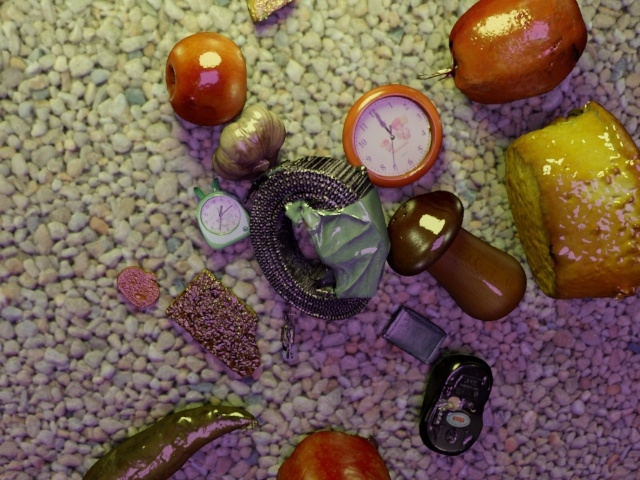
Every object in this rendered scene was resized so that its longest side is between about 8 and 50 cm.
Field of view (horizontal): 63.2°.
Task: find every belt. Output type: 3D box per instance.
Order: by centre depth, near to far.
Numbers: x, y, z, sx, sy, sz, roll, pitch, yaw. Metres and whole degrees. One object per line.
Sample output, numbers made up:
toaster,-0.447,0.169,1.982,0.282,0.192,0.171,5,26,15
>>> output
belt,0.000,0.000,1.001,0.260,0.122,0.325,-10,109,23

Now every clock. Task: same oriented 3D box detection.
clock,-0.201,-0.056,1.049,0.101,0.041,0.135,-25,102,0
clock,0.145,-0.209,1.050,0.205,0.051,0.205,-1,103,-5

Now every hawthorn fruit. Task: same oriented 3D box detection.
hawthorn fruit,0.328,-0.352,0.973,0.299,0.211,0.211,-19,103,11

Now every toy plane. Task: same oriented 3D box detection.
toy plane,-0.068,0.190,1.111,0.031,0.049,0.121,3,84,-7

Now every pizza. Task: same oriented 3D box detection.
pizza,-0.094,-0.488,0.974,0.099,0.036,0.160,3,102,-6

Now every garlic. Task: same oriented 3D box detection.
garlic,-0.131,-0.172,0.980,0.159,0.147,0.102,-45,80,19

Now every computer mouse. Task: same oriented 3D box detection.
computer mouse,0.298,0.360,1.163,0.137,0.096,0.233,19,95,-15

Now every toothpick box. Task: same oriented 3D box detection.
toothpick box,0.268,0.032,1.051,0.294,0.192,0.192,36,96,-19

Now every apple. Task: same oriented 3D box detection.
apple,-0.207,-0.289,0.941,0.139,0.163,0.164,-7,102,-17

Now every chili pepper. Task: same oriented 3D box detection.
chili pepper,0.049,0.577,1.078,0.251,0.305,0.229,30,103,-21

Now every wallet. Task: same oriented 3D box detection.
wallet,0.209,0.208,1.155,0.129,0.026,0.088,33,92,-11

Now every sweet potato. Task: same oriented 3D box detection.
sweet potato,-0.336,0.451,1.100,0.422,0.130,0.131,-30,103,-6

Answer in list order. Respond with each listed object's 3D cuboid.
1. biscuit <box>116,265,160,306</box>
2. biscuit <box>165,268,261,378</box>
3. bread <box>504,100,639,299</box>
biscuit,-0.372,0.092,1.073,0.078,0.015,0.091,-36,103,0
biscuit,-0.201,0.182,1.105,0.237,0.026,0.131,44,96,-12
bread,0.472,-0.066,0.974,0.204,0.337,0.358,-13,95,5
